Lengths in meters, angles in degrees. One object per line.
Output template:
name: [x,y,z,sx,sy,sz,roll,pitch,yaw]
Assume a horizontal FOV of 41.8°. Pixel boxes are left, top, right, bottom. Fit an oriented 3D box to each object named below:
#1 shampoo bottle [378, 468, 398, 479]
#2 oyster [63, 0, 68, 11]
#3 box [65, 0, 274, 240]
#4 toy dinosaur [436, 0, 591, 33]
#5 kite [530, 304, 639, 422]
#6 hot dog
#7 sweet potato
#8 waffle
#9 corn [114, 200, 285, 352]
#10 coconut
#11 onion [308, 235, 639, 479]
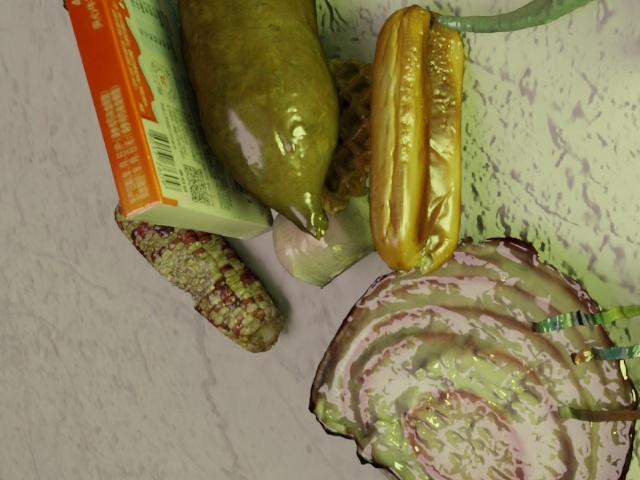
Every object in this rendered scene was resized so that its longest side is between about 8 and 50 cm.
shampoo bottle: [0.102,0.245,0.990,0.221,0.051,0.108,44,134,20]
oyster: [-0.287,-0.363,1.058,0.129,0.079,0.344,13,116,30]
box: [-0.149,-0.141,0.862,0.048,0.265,0.273,-22,78,17]
toy dinosaur: [0.247,-0.204,0.610,0.393,0.092,0.205,5,110,56]
kite: [0.333,0.097,0.658,0.310,0.015,0.169,-16,97,27]
hot dog: [0.084,-0.093,0.774,0.068,0.100,0.249,-1,85,48]
sweet potato: [-0.063,-0.174,0.820,0.158,0.158,0.369,-37,53,46]
waffle: [0.000,-0.106,0.869,0.191,0.038,0.191,-16,65,37]
corn: [-0.161,0.033,1.104,0.290,0.098,0.098,46,134,16]
coconut: [0.000,0.000,0.932,0.124,0.110,0.110,-33,85,39]
onion: [0.176,0.150,0.826,0.314,0.146,0.280,43,107,23]
